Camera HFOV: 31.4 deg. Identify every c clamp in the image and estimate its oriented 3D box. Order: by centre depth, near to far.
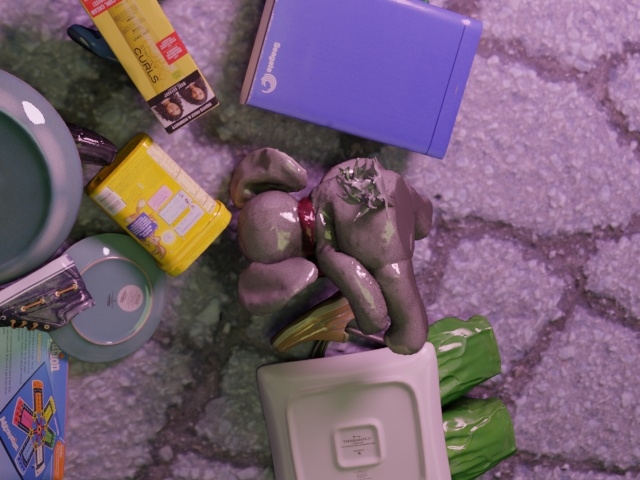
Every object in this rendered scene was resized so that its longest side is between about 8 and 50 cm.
[{"bbox_3d":[0.065,0.166,1.791,0.160,0.022,0.137,14,102,-26],"label":"c clamp"}]

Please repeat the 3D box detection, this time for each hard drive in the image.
[{"bbox_3d":[0.063,-0.255,1.623,0.318,0.040,0.210,13,97,-23],"label":"hard drive"}]

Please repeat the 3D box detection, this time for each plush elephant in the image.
[{"bbox_3d":[0.000,0.000,1.612,0.330,0.255,0.272,54,34,-55],"label":"plush elephant"}]

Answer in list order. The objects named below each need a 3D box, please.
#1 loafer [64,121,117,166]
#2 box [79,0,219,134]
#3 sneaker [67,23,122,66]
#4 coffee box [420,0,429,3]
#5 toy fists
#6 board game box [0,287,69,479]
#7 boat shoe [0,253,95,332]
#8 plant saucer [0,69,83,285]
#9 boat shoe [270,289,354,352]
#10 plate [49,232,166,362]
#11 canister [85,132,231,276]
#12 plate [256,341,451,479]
[{"bbox_3d":[-0.383,-0.124,1.506,0.223,0.076,0.078,10,105,-19],"label":"loafer"},{"bbox_3d":[-0.225,-0.254,1.478,0.087,0.058,0.232,-31,127,-2],"label":"box"},{"bbox_3d":[-0.270,-0.266,1.526,0.144,0.053,0.059,18,100,-34],"label":"sneaker"},{"bbox_3d":[0.089,-0.279,1.675,0.184,0.040,0.113,-29,111,-14],"label":"coffee box"},{"bbox_3d":[0.217,0.256,1.835,0.142,0.096,0.279,-20,109,-24],"label":"toy fists"},{"bbox_3d":[-0.427,0.204,1.592,0.145,0.027,0.281,1,102,-22],"label":"board game box"},{"bbox_3d":[-0.394,0.098,1.514,0.183,0.065,0.083,-31,93,-9],"label":"boat shoe"},{"bbox_3d":[-0.465,-0.071,1.449,0.317,0.044,0.317,-2,114,-5],"label":"plant saucer"},{"bbox_3d":[0.017,0.125,1.721,0.190,0.068,0.072,-31,89,-12],"label":"boat shoe"},{"bbox_3d":[-0.297,0.083,1.599,0.188,0.024,0.188,-7,103,-31],"label":"plate"},{"bbox_3d":[-0.226,-0.051,1.586,0.126,0.073,0.170,-47,114,-6],"label":"canister"},{"bbox_3d":[0.057,0.308,1.758,0.277,0.045,0.278,-8,107,0],"label":"plate"}]
